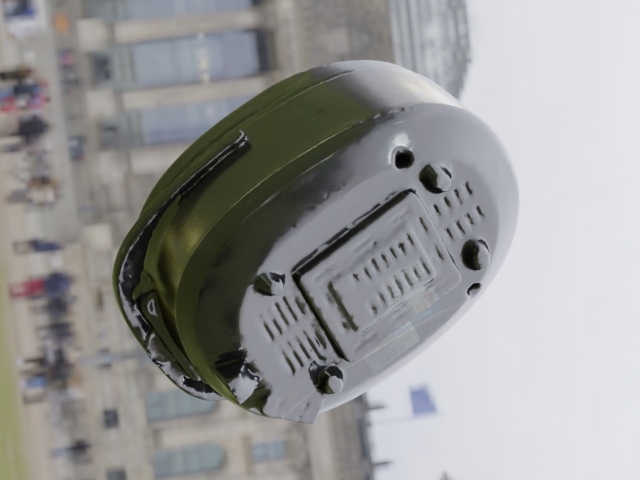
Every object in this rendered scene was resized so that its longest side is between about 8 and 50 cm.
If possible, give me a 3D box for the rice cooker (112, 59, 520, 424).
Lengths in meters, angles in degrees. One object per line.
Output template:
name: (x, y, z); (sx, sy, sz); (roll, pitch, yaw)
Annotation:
rice cooker: (0.000, 0.000, 0.668); (0.106, 0.165, 0.112); (33, -20, 54)
